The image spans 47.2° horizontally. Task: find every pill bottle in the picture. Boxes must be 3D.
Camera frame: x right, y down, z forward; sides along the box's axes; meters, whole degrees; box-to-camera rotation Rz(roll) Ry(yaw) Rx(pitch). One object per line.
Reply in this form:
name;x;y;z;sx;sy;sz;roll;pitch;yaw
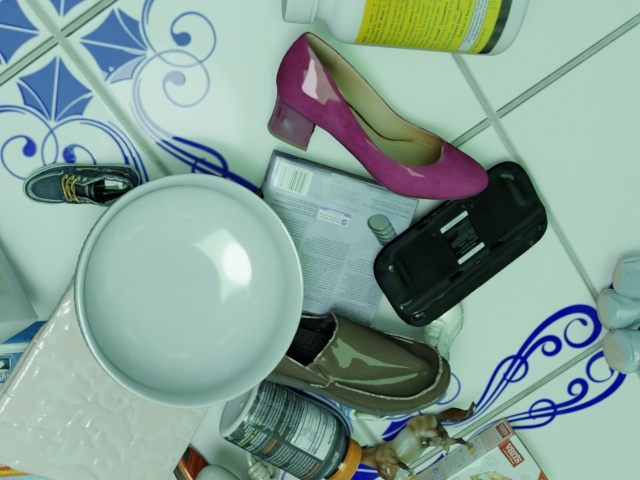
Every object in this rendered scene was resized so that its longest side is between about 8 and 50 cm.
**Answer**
pill bottle;0.116;-0.374;1.058;0.333;0.188;0.188;2;108;-9
pill bottle;-0.046;0.345;1.305;0.245;0.130;0.130;34;101;-16

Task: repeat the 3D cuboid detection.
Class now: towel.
towel;-0.336;0.250;1.187;0.331;0.053;0.317;34;82;-34

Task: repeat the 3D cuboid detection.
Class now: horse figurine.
horse figurine;0.172;0.381;1.346;0.263;0.174;0.066;-33;106;-10

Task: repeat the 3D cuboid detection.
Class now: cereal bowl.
cereal bowl;-0.202;0.071;1.106;0.338;0.141;0.339;-1;91;-24

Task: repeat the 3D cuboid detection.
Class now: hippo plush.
hippo plush;0.661;0.127;1.319;0.236;0.234;0.294;5;127;-41

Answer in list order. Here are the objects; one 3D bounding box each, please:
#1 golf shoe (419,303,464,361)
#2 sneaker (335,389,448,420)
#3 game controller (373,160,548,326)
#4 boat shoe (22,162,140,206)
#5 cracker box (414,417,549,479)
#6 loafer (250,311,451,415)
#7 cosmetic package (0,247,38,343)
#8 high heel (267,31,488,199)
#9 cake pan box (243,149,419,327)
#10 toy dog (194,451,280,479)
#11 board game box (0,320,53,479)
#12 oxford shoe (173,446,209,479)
golf shoe;0.207;0.173;1.298;0.069;0.086;0.176;14;106;20
sneaker;0.134;0.294;1.338;0.211;0.081;0.080;-8;107;-7
game controller;0.241;0.006;1.242;0.319;0.067;0.166;-36;107;-7
boat shoe;-0.377;-0.085;1.142;0.183;0.083;0.065;-7;109;-5
cracker box;0.310;0.475;1.429;0.232;0.067;0.156;-36;110;4
loafer;0.034;0.194;1.207;0.365;0.134;0.130;7;147;5
cosmetic package;-0.560;0.055;1.053;0.138;0.224;0.224;-31;84;2
high heel;0.110;-0.181;1.123;0.377;0.127;0.181;15;138;-10
cake pan box;0.000;0.000;1.231;0.266;0.070;0.246;15;104;-12
toy dog;-0.109;0.533;1.286;0.161;0.220;0.334;-40;84;19
board game box;-0.513;0.294;1.248;0.308;0.086;0.302;-3;109;-7
oxford shoe;-0.228;0.501;1.353;0.098;0.097;0.271;-18;109;7
